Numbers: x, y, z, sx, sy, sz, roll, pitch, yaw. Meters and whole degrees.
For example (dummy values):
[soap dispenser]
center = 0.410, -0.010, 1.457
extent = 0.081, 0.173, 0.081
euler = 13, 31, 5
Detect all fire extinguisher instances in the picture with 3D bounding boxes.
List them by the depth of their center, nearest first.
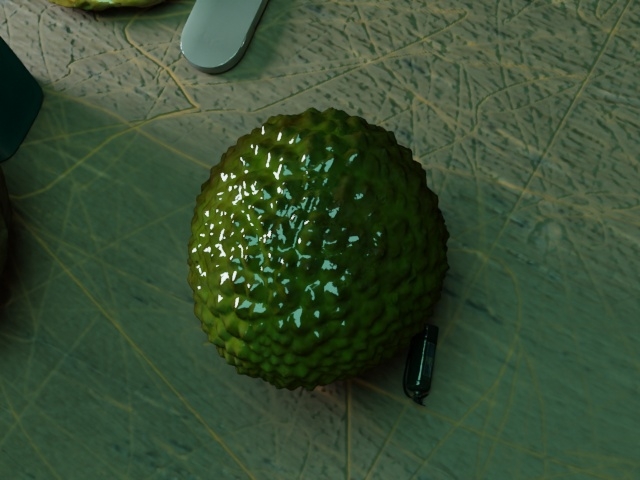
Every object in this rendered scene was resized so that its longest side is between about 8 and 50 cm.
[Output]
[fire extinguisher]
center = 0.098, 0.126, 1.484
extent = 0.038, 0.025, 0.083
euler = -12, 63, 49

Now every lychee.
[lychee]
center = -0.004, 0.006, 1.423
extent = 0.270, 0.320, 0.270
euler = 7, 103, 32

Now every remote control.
[remote control]
center = -0.086, -0.299, 1.674
extent = 0.077, 0.022, 0.245
euler = 18, 75, 20

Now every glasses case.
[glasses case]
center = -0.381, -0.186, 1.547
extent = 0.070, 0.301, 0.117
euler = 29, 80, 21

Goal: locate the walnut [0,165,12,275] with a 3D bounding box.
[walnut]
center = -0.435, -0.011, 1.539
extent = 0.248, 0.248, 0.248
euler = -4, 70, 11

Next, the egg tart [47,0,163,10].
[egg tart]
center = -0.241, -0.392, 1.695
extent = 0.288, 0.118, 0.288
euler = -3, 72, 8
